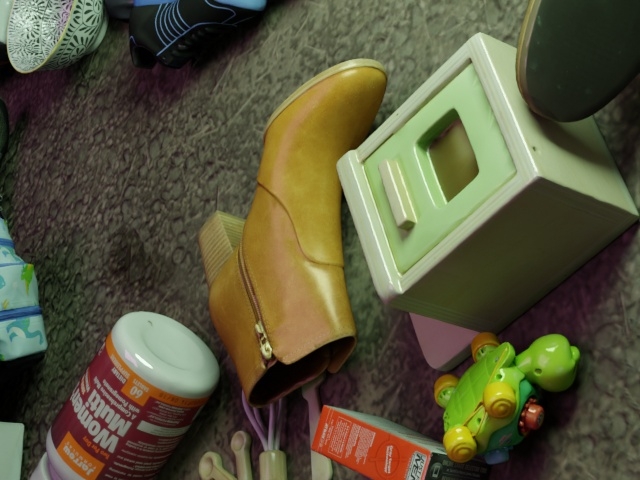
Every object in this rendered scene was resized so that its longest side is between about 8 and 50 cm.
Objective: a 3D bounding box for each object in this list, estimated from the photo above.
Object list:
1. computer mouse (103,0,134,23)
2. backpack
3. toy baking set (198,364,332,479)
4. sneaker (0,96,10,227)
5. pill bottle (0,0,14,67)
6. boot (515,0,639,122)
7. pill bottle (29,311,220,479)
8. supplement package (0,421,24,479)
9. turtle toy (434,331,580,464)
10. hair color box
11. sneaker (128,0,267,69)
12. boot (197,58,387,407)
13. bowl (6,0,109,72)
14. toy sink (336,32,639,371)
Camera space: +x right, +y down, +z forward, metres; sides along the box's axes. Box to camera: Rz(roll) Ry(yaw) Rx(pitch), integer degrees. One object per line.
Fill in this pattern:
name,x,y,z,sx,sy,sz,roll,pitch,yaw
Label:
computer mouse,-0.190,-0.308,1.697,0.242,0.041,0.071,-8,70,49
backpack,-0.490,0.099,1.727,0.355,0.290,0.273,8,97,46
toy baking set,-0.054,0.225,1.341,0.256,0.030,0.197,-57,41,20
sneaker,-0.448,-0.078,1.896,0.130,0.087,0.227,32,105,49
pill bottle,-0.486,-0.286,1.980,0.246,0.130,0.130,-21,61,46
boot,0.211,-0.222,1.115,0.115,0.112,0.305,-3,59,58
pill bottle,-0.205,0.190,1.467,0.221,0.121,0.121,-56,41,21
supplement package,-0.480,0.304,1.686,0.149,0.203,0.194,-11,72,48
turtle toy,0.144,0.119,1.107,0.130,0.066,0.095,-51,20,23
hair color box,0.064,0.178,1.181,0.141,0.072,0.043,15,88,53
sneaker,-0.136,-0.236,1.583,0.232,0.081,0.090,4,91,54
boot,-0.001,0.000,1.313,0.295,0.104,0.211,-49,48,30
bowl,-0.320,-0.282,1.814,0.170,0.080,0.170,-23,60,45
toy sink,0.108,-0.024,1.152,0.234,0.131,0.152,-43,47,33
